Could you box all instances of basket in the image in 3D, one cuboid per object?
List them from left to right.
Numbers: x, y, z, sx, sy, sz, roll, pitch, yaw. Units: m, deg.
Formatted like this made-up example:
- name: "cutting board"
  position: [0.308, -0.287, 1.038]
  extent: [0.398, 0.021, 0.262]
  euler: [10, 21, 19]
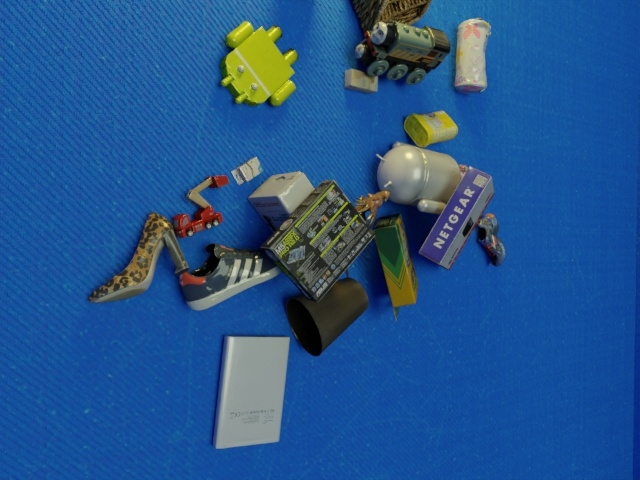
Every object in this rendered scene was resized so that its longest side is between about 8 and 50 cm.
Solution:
- name: "basket"
  position: [0.030, 0.220, 1.687]
  extent: [0.227, 0.154, 0.204]
  euler: [-29, 109, -34]
- name: "basket"
  position: [0.275, -0.834, 1.794]
  extent: [0.299, 0.214, 0.222]
  euler: [-33, 108, -29]

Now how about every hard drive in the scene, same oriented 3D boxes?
- name: "hard drive"
  position: [-0.204, 0.444, 1.592]
  extent: [0.210, 0.040, 0.318]
  euler: [8, 87, -34]

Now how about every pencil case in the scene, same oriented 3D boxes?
- name: "pencil case"
  position: [0.588, -0.710, 2.067]
  extent: [0.124, 0.113, 0.272]
  euler: [5, 89, -12]

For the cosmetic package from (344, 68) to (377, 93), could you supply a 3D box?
- name: "cosmetic package"
  position: [0.138, -0.539, 1.809]
  extent: [0.115, 0.041, 0.060]
  euler: [0, 91, -34]

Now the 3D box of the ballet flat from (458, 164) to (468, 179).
- name: "ballet flat"
  position: [0.550, -0.185, 2.084]
  extent: [0.079, 0.077, 0.221]
  euler: [-11, 92, -15]

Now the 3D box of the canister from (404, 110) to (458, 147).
- name: "canister"
  position: [0.407, -0.412, 1.954]
  extent: [0.170, 0.073, 0.126]
  euler: [-18, 64, -35]

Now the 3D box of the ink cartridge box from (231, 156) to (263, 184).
- name: "ink cartridge box"
  position: [-0.216, -0.205, 1.581]
  extent: [0.083, 0.028, 0.048]
  euler: [-39, 111, -27]

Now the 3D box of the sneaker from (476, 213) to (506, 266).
- name: "sneaker"
  position: [0.685, 0.005, 2.177]
  extent: [0.087, 0.083, 0.221]
  euler: [-21, 97, -19]

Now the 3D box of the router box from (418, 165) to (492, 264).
- name: "router box"
  position: [0.485, -0.064, 1.875]
  extent: [0.335, 0.082, 0.301]
  euler: [-60, 160, 5]

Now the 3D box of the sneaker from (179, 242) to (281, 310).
- name: "sneaker"
  position: [-0.234, 0.057, 1.504]
  extent: [0.350, 0.131, 0.148]
  euler: [-28, 108, -27]

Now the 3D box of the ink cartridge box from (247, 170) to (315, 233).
- name: "ink cartridge box"
  position: [-0.064, -0.059, 1.585]
  extent: [0.114, 0.197, 0.272]
  euler: [-44, 114, -23]

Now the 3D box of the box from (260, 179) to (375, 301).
- name: "box"
  position: [0.000, 0.000, 1.477]
  extent: [0.270, 0.060, 0.216]
  euler: [-49, 115, -19]

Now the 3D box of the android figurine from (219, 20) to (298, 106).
- name: "android figurine"
  position: [-0.185, -0.514, 1.584]
  extent: [0.273, 0.056, 0.248]
  euler: [-49, 116, -25]

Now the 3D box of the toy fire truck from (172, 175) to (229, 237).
- name: "toy fire truck"
  position: [-0.332, -0.097, 1.480]
  extent: [0.192, 0.047, 0.135]
  euler: [-27, 110, -41]

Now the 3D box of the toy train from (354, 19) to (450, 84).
- name: "toy train"
  position: [0.277, -0.641, 1.797]
  extent: [0.334, 0.190, 0.142]
  euler: [-1, 63, -35]

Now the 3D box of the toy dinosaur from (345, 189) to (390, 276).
- name: "toy dinosaur"
  position: [0.107, -0.031, 1.700]
  extent: [0.127, 0.200, 0.295]
  euler: [15, 83, -33]

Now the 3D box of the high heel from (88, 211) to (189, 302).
- name: "high heel"
  position: [-0.495, 0.044, 1.389]
  extent: [0.262, 0.093, 0.186]
  euler: [-24, 77, -16]

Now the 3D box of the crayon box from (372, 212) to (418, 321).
- name: "crayon box"
  position: [0.266, 0.086, 1.817]
  extent: [0.203, 0.083, 0.322]
  euler: [-50, 127, -71]

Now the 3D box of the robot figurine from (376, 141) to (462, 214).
- name: "robot figurine"
  position: [0.341, -0.219, 1.857]
  extent: [0.354, 0.199, 0.299]
  euler: [4, 51, -35]
